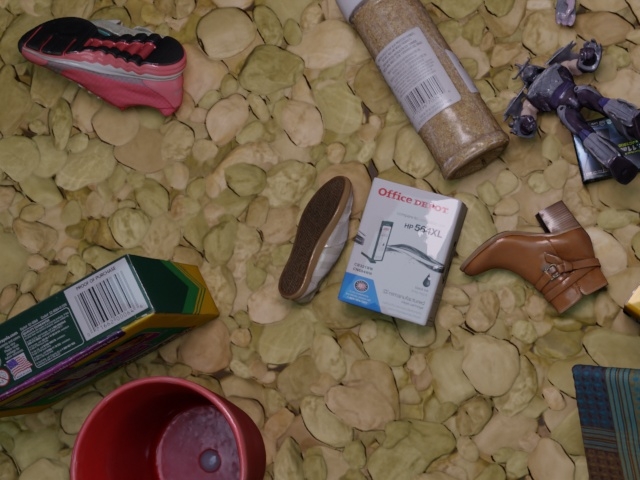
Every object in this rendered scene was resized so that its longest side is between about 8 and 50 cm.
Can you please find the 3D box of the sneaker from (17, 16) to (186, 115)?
[{"bbox_3d":[-0.370,-0.279,1.934,0.314,0.136,0.116,14,42,18],"label":"sneaker"}]

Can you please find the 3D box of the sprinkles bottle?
[{"bbox_3d":[0.157,-0.269,1.807,0.121,0.121,0.355,-31,78,8],"label":"sprinkles bottle"}]

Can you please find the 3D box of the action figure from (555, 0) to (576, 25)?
[{"bbox_3d":[0.349,-0.518,1.793,0.370,0.248,0.276,14,44,3],"label":"action figure"}]

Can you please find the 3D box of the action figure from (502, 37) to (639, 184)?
[{"bbox_3d":[0.380,-0.206,1.721,0.185,0.099,0.285,-55,45,12],"label":"action figure"}]

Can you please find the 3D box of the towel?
[{"bbox_3d":[0.536,0.301,1.570,0.370,0.040,0.271,3,115,37],"label":"towel"}]

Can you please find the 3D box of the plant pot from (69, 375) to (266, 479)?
[{"bbox_3d":[-0.207,0.343,1.762,0.275,0.243,0.275,-2,83,14],"label":"plant pot"}]

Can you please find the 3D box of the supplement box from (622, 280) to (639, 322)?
[{"bbox_3d":[0.626,0.124,1.610,0.356,0.194,0.195,38,93,15],"label":"supplement box"}]

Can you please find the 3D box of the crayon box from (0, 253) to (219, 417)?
[{"bbox_3d":[-0.373,0.154,1.788,0.363,0.313,0.106,-28,81,9],"label":"crayon box"}]

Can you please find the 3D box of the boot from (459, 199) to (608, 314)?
[{"bbox_3d":[0.326,0.047,1.757,0.197,0.073,0.152,-30,82,11],"label":"boot"}]

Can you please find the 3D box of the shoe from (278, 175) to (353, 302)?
[{"bbox_3d":[0.000,0.000,1.854,0.076,0.058,0.219,21,84,46],"label":"shoe"}]

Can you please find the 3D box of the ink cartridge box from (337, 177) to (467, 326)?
[{"bbox_3d":[0.129,0.018,1.799,0.148,0.086,0.203,16,88,15],"label":"ink cartridge box"}]

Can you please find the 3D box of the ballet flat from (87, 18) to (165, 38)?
[{"bbox_3d":[-0.338,-0.351,1.981,0.168,0.057,0.052,21,59,12],"label":"ballet flat"}]

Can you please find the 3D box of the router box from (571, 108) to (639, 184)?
[{"bbox_3d":[0.452,-0.144,1.763,0.122,0.038,0.092,-13,81,12],"label":"router box"}]
